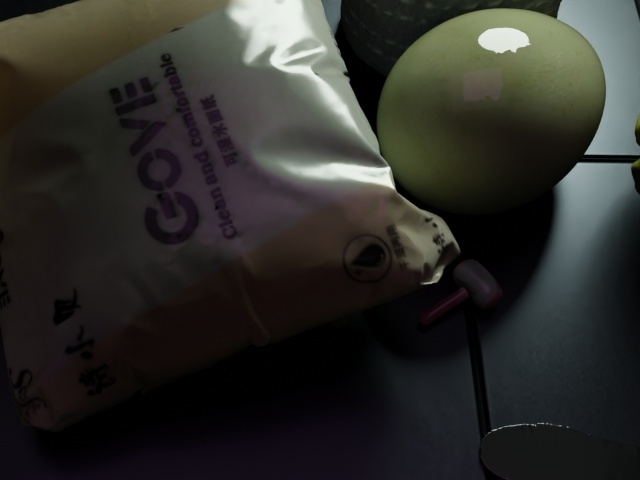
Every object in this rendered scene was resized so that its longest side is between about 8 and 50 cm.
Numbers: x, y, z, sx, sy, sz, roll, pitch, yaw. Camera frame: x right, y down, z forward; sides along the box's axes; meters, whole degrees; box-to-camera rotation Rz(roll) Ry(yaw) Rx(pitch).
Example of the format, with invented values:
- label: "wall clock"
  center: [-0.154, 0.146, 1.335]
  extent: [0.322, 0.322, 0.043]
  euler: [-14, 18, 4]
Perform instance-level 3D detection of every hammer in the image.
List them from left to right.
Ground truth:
- label: "hammer"
  center: [0.126, 0.054, 0.946]
  extent: [0.083, 0.031, 0.052]
  euler: [-32, 60, -15]

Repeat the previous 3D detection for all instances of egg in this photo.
- label: "egg"
  center: [0.168, -0.126, 0.972]
  extent: [0.253, 0.189, 0.188]
  euler: [-25, 61, -33]

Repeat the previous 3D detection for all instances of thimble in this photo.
- label: "thimble"
  center: [0.140, -0.280, 1.083]
  extent: [0.236, 0.172, 0.205]
  euler: [12, 59, 3]

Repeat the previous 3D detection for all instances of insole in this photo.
- label: "insole"
  center: [0.230, 0.193, 0.874]
  extent: [0.188, 0.004, 0.064]
  euler: [9, 57, 2]

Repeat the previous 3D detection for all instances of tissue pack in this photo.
- label: "tissue pack"
  center: [-0.122, -0.058, 0.897]
  extent: [0.390, 0.195, 0.376]
  euler: [-22, 69, -3]

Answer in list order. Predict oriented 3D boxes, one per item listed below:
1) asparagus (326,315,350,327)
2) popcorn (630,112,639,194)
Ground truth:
- label: "asparagus"
  center: [0.000, 0.000, 0.965]
  extent: [0.045, 0.041, 0.178]
  euler: [-15, 60, -5]
- label: "popcorn"
  center: [0.410, -0.090, 0.942]
  extent: [0.249, 0.249, 0.225]
  euler: [33, 68, 17]
